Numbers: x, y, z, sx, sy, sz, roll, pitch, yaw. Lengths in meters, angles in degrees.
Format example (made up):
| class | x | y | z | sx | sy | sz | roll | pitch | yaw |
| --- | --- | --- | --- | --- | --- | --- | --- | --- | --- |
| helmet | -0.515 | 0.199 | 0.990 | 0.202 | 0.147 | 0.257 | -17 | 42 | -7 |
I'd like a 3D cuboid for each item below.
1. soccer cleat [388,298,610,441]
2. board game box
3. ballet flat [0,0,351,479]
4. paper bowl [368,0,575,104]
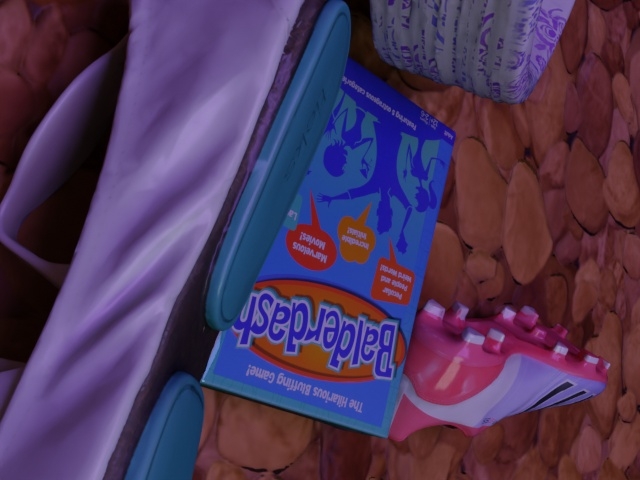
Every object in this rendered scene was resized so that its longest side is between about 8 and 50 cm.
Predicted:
| class | x | y | z | sx | sy | sz | roll | pitch | yaw |
| --- | --- | --- | --- | --- | --- | --- | --- | --- | --- |
| soccer cleat | 0.129 | 0.102 | 0.712 | 0.248 | 0.083 | 0.095 | 13 | 112 | -50 |
| board game box | 0.000 | 0.000 | 0.587 | 0.160 | 0.047 | 0.210 | 25 | 74 | -43 |
| ballet flat | -0.099 | 0.042 | 0.441 | 0.139 | 0.139 | 0.400 | 35 | 65 | -40 |
| paper bowl | 0.096 | -0.234 | 0.559 | 0.284 | 0.148 | 0.284 | 22 | 90 | -76 |
